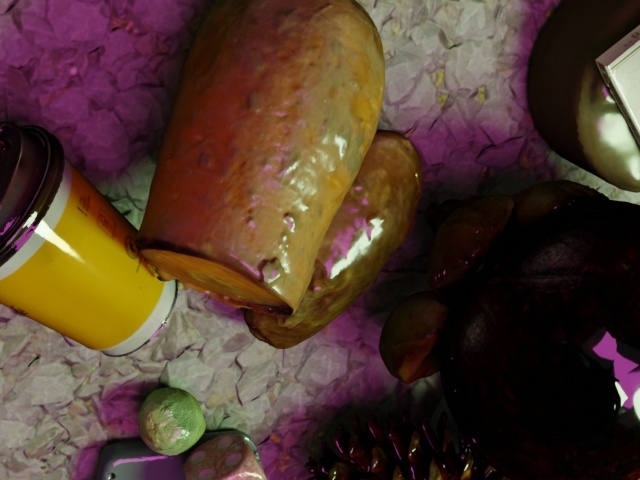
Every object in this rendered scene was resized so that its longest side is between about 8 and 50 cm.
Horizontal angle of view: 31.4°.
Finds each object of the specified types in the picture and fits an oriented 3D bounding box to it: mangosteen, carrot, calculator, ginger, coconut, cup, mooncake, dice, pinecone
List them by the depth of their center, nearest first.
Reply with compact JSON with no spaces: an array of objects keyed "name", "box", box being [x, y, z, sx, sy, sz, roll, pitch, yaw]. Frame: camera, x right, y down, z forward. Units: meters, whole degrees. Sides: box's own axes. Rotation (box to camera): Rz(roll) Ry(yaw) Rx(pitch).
[{"name":"carrot","box":[-0.061,-0.108,1.225,0.224,0.224,0.341,28,75,-31]},{"name":"cup","box":[-0.296,0.010,1.259,0.196,0.196,0.279,-43,131,3]},{"name":"ginger","box":[0.000,0.000,1.381,0.165,0.172,0.321,39,102,8]},{"name":"mangosteen","box":[0.295,0.118,1.403,0.421,0.381,0.381,27,105,-1]},{"name":"mooncake","box":[0.421,-0.205,1.453,0.284,0.155,0.284,-8,116,-17]},{"name":"coconut","box":[-0.192,0.232,1.464,0.088,0.096,0.088,2,99,10]},{"name":"dice","box":[-0.118,0.314,1.474,0.093,0.091,0.094,-27,122,-8]},{"name":"calculator","box":[-0.196,0.327,1.528,0.246,0.045,0.141,-3,115,-21]},{"name":"pinecone","box":[0.120,0.344,1.548,0.292,0.246,0.246,10,114,4]}]

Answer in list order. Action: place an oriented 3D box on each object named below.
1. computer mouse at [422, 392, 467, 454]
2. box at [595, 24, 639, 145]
[{"name":"computer mouse","box":[0.235,0.255,1.654,0.128,0.079,0.231,13,113,-23]},{"name":"box","box":[0.414,-0.171,1.359,0.109,0.029,0.198,-38,120,-1]}]
